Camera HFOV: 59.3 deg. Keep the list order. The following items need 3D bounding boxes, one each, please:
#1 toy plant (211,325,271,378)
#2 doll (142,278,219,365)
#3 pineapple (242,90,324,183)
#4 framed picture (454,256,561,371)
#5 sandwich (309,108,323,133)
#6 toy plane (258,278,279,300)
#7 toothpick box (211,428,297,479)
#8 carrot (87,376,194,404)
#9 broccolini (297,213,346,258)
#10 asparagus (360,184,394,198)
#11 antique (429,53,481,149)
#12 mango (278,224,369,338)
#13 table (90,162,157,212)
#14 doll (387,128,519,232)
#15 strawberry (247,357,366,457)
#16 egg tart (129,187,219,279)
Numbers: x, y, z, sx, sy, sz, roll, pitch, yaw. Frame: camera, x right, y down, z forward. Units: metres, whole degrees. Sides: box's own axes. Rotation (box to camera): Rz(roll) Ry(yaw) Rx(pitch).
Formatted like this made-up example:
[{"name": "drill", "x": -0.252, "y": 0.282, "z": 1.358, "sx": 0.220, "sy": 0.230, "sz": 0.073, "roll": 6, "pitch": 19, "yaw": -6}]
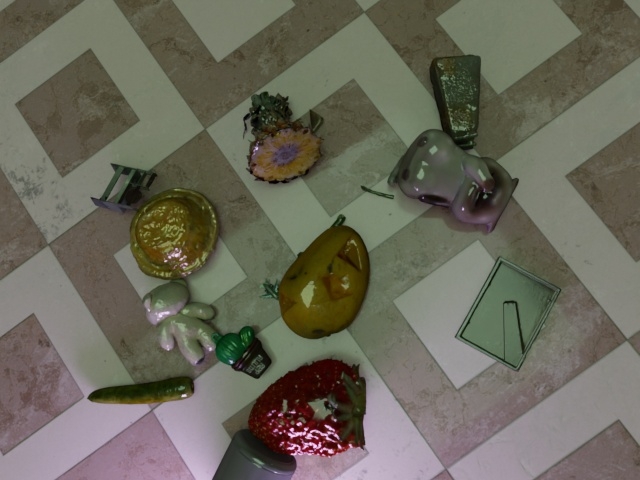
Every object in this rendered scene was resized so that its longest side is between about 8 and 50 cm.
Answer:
[{"name": "toy plant", "x": -0.246, "y": 0.339, "z": 1.749, "sx": 0.200, "sy": 0.105, "sz": 0.143, "roll": 40, "pitch": 90, "yaw": 0}, {"name": "doll", "x": -0.443, "y": 0.265, "z": 1.789, "sx": 0.149, "sy": 0.175, "sz": 0.278, "roll": -38, "pitch": 89, "yaw": 38}, {"name": "pineapple", "x": -0.143, "y": -0.357, "z": 1.793, "sx": 0.263, "sy": 0.262, "sz": 0.271, "roll": -23, "pitch": 58, "yaw": 3}, {"name": "framed picture", "x": 0.574, "y": 0.224, "z": 1.720, "sx": 0.213, "sy": 0.016, "sz": 0.289, "roll": 28, "pitch": 87, "yaw": 8}, {"name": "sandwich", "x": -0.011, "y": -0.395, "z": 1.849, "sx": 0.044, "sy": 0.031, "sz": 0.083, "roll": -7, "pitch": 82, "yaw": 8}, {"name": "toy plane", "x": -0.157, "y": 0.163, "z": 1.801, "sx": 0.083, "sy": 0.033, "sz": 0.080, "roll": 45, "pitch": 89, "yaw": 2}, {"name": "toothpick box", "x": -0.221, "y": 0.747, "z": 1.643, "sx": 0.229, "sy": 0.229, "sz": 0.316, "roll": 27, "pitch": 87, "yaw": 9}, {"name": "carrot", "x": -0.577, "y": 0.486, "z": 1.791, "sx": 0.359, "sy": 0.074, "sz": 0.074, "roll": -8, "pitch": 83, "yaw": 7}, {"name": "broccolini", "x": 0.001, "y": 0.001, "z": 1.802, "sx": 0.067, "sy": 0.058, "sz": 0.216, "roll": 40, "pitch": 80, "yaw": -27}, {"name": "asparagus", "x": 0.181, "y": -0.154, "z": 1.809, "sx": 0.114, "sy": 0.014, "sz": 0.015, "roll": 18, "pitch": 52, "yaw": 7}, {"name": "antique", "x": 0.430, "y": -0.424, "z": 1.756, "sx": 0.150, "sy": 0.125, "sz": 0.284, "roll": -5, "pitch": 83, "yaw": 6}, {"name": "mango", "x": 0.018, "y": 0.125, "z": 1.705, "sx": 0.253, "sy": 0.182, "sz": 0.365, "roll": 27, "pitch": 77, "yaw": -15}, {"name": "table", "x": -0.640, "y": -0.167, "z": 1.852, "sx": 0.175, "sy": 0.062, "sz": 0.146, "roll": 14, "pitch": 63, "yaw": 10}, {"name": "doll", "x": 0.398, "y": -0.184, "z": 1.681, "sx": 0.370, "sy": 0.226, "sz": 0.215, "roll": 25, "pitch": 87, "yaw": 8}, {"name": "strawberry", "x": -0.033, "y": 0.482, "z": 1.657, "sx": 0.344, "sy": 0.292, "sz": 0.292, "roll": -1, "pitch": 83, "yaw": 23}, {"name": "egg tart", "x": -0.480, "y": -0.031, "z": 1.797, "sx": 0.319, "sy": 0.128, "sz": 0.318, "roll": -1, "pitch": 76, "yaw": 4}]
